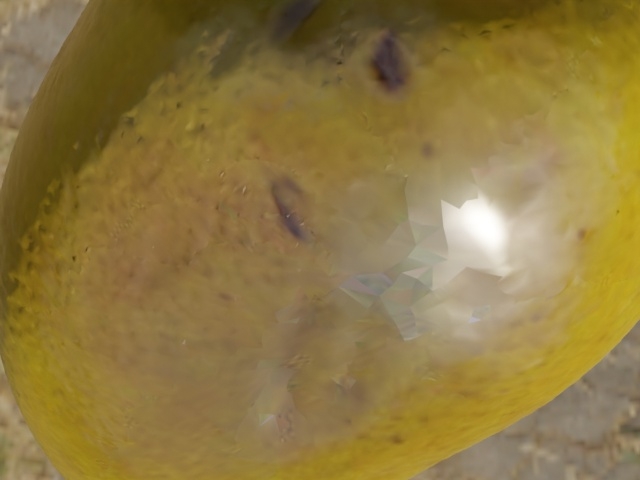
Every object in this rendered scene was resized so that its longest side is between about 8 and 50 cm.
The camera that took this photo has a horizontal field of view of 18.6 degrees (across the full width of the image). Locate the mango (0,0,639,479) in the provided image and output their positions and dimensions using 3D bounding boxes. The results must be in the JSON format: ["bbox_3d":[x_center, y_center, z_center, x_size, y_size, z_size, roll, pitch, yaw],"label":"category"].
[{"bbox_3d":[0.000,0.000,0.918,0.301,0.220,0.445,10,141,-16],"label":"mango"}]
